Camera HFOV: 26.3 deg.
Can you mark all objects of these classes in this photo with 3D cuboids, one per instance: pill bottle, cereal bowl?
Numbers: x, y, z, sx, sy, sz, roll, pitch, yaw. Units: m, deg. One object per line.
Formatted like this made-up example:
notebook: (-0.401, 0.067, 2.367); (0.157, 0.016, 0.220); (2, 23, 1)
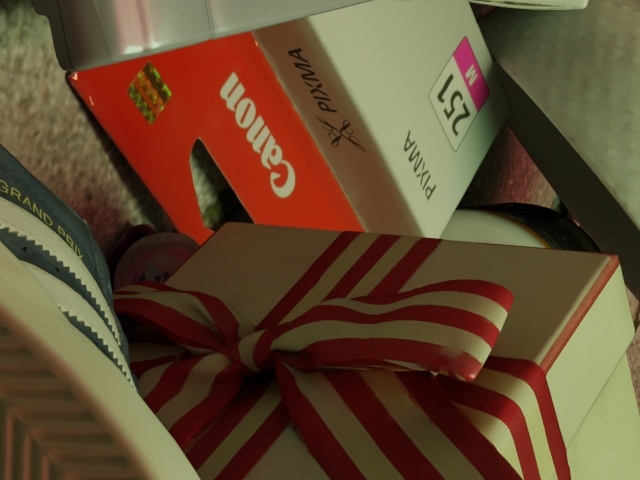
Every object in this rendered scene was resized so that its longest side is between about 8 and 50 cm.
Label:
pill bottle: (0.133, 0.053, 1.018); (0.278, 0.162, 0.162); (-8, 111, -70)
cereal bowl: (0.253, -0.058, 0.988); (0.141, 0.339, 0.339); (-38, 148, 4)

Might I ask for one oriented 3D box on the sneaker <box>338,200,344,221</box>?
sneaker: (0.000, 0.000, 0.903); (0.044, 0.040, 0.109); (-7, 104, -50)

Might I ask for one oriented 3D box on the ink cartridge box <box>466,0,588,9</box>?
ink cartridge box: (0.153, -0.259, 0.920); (0.218, 0.092, 0.158); (-60, 155, -62)

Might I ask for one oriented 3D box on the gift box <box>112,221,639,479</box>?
gift box: (0.007, 0.145, 0.606); (0.276, 0.255, 0.258); (-51, 132, -45)

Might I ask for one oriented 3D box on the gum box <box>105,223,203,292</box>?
gum box: (-0.102, 0.094, 0.737); (0.188, 0.062, 0.107); (-61, 149, -23)

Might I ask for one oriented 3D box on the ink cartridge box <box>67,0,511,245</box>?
ink cartridge box: (0.002, -0.086, 0.797); (0.239, 0.060, 0.275); (-59, 140, -26)

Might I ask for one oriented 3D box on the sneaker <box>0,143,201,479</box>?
sneaker: (-0.102, 0.062, 0.478); (0.131, 0.350, 0.148); (-37, 168, 13)

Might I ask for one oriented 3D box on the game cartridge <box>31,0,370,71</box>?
game cartridge: (-0.022, -0.205, 0.655); (0.294, 0.060, 0.196); (-23, 105, -43)
